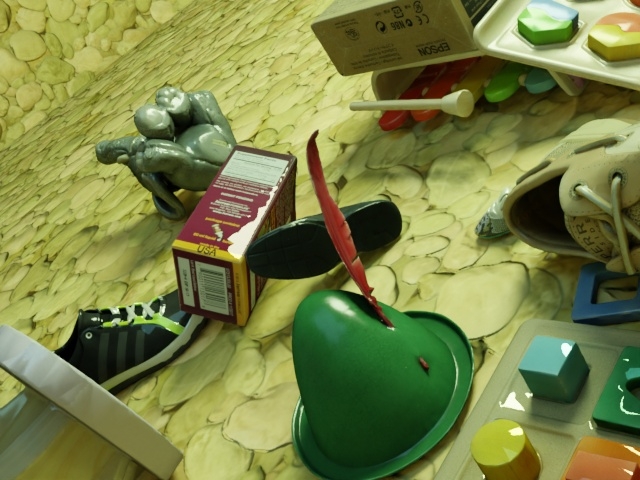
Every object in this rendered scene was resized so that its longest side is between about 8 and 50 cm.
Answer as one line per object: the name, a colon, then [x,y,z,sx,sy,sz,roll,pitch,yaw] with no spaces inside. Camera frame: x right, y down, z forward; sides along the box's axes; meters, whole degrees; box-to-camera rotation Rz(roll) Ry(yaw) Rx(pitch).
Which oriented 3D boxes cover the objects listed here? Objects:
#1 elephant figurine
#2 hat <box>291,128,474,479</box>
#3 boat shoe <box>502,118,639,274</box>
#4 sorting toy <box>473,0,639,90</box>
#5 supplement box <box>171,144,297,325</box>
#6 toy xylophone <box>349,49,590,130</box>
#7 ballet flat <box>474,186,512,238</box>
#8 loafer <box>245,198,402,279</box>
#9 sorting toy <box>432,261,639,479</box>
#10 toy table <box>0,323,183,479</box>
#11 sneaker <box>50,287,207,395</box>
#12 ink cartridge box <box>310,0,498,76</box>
elephant figurine: [-0.226,-0.120,1.255,0.169,0.185,0.239,-11,-15,-29]
hat: [0.001,0.059,0.658,0.173,0.183,0.208,-36,27,2]
boat shoe: [0.222,-0.021,0.545,0.110,0.121,0.341,-33,4,-4]
sorting toy: [0.292,-0.240,0.853,0.208,0.038,0.193,25,60,27]
supplement box: [-0.092,-0.010,0.937,0.081,0.104,0.188,13,44,11]
toy xylophone: [0.172,-0.204,0.989,0.236,0.081,0.323,-45,29,-19]
ballet flat: [0.188,-0.036,0.753,0.114,0.041,0.041,-19,32,30]
loafer: [0.000,0.000,0.863,0.170,0.062,0.061,-14,9,-17]
sorting toy: [0.165,0.119,0.525,0.196,0.047,0.347,-1,44,48]
toy table: [-0.234,0.192,0.679,0.252,0.274,0.160,26,69,23]
sneaker: [-0.233,0.111,0.941,0.235,0.097,0.084,-36,28,-1]
ink cartridge box: [0.132,-0.301,1.002,0.235,0.088,0.193,3,45,52]
